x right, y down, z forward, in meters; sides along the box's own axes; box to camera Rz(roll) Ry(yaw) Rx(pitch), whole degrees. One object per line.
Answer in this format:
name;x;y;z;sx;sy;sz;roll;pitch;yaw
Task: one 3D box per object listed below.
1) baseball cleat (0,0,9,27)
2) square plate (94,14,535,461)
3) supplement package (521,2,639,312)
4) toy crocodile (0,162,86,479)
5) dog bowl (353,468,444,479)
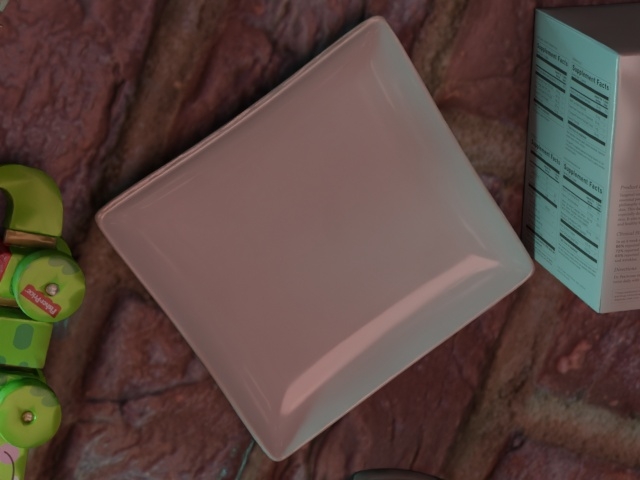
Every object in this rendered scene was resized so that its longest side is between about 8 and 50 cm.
baseball cleat;-0.291;-0.298;1.673;0.109;0.072;0.206;25;95;-12
square plate;0.000;0.000;1.888;0.344;0.049;0.347;-36;117;-5
supplement package;0.336;-0.091;1.890;0.199;0.198;0.263;-5;111;-17
toy crocodile;-0.295;0.093;1.782;0.105;0.115;0.341;7;105;-18
dog bowl;0.062;0.426;2.039;0.348;0.102;0.349;-7;112;-18
